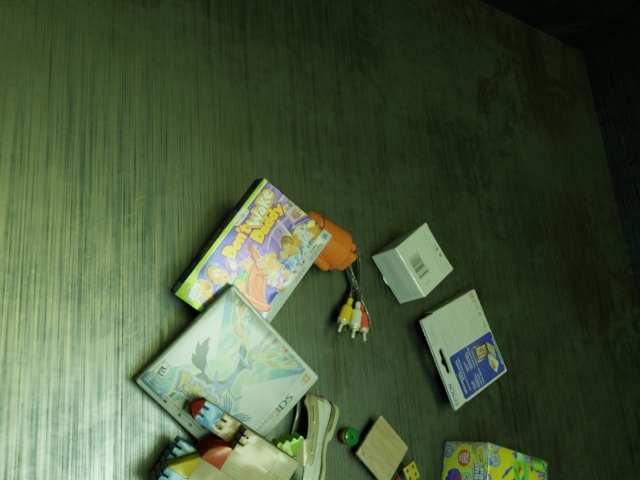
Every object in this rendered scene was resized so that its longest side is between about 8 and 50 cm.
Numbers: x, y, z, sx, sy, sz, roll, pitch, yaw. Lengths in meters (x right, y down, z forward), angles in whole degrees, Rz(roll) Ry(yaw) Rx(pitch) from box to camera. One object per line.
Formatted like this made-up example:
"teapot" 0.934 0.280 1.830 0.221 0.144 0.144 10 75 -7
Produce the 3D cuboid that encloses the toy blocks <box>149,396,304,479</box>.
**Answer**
"toy blocks" -0.239 0.522 1.193 0.261 0.191 0.381 38 74 -13

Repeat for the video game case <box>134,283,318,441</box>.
"video game case" -0.206 0.321 1.312 0.300 0.036 0.329 -46 108 -19

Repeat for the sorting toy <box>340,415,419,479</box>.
"sorting toy" 0.166 0.588 1.558 0.274 0.046 0.132 51 53 -11

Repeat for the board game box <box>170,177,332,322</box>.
"board game box" -0.166 0.054 1.389 0.233 0.078 0.347 40 78 -20

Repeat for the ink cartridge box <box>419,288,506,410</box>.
"ink cartridge box" 0.452 0.350 1.836 0.307 0.072 0.303 -20 89 -36

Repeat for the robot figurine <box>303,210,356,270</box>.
"robot figurine" 0.000 0.001 1.573 0.219 0.128 0.158 32 73 -24

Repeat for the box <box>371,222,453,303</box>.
"box" 0.290 0.071 1.770 0.182 0.119 0.181 -36 98 -39

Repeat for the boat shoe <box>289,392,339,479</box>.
"boat shoe" -0.046 0.526 1.389 0.103 0.113 0.302 35 47 -21

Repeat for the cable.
"cable" 0.112 0.155 1.642 0.139 0.072 0.287 27 61 -33

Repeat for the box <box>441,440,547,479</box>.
"box" 0.514 0.775 1.671 0.279 0.177 0.289 26 62 -28
